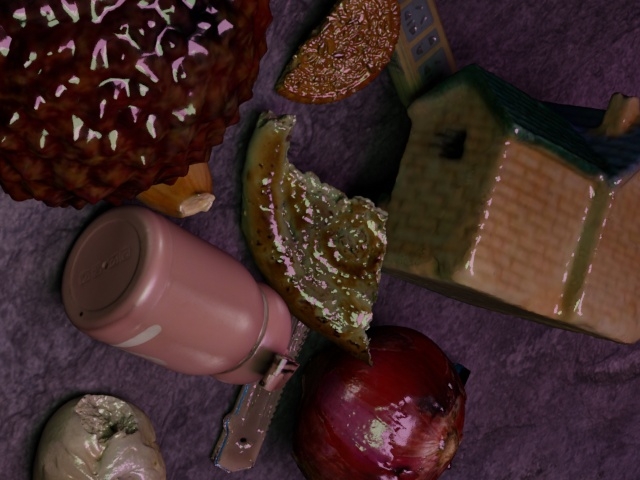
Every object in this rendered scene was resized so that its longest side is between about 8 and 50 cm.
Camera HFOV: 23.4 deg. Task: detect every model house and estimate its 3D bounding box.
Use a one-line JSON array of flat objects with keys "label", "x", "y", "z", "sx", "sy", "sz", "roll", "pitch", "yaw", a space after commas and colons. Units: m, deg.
[{"label": "model house", "x": 0.276, "y": -0.075, "z": 2.177, "sx": 0.382, "sy": 0.334, "sz": 0.343, "roll": 20, "pitch": 87, "yaw": -44}]

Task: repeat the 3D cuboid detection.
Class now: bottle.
[{"label": "bottle", "x": -0.163, "y": 0.093, "z": 1.960, "sx": 0.297, "sy": 0.206, "sz": 0.173, "roll": 32, "pitch": 96, "yaw": -45}]

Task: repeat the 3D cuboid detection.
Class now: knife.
[{"label": "knife", "x": -0.073, "y": 0.163, "z": 2.180, "sx": 0.089, "sy": 0.043, "sz": 0.365, "roll": 18, "pitch": 103, "yaw": -9}]

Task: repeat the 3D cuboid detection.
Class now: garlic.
[{"label": "garlic", "x": -0.206, "y": -0.129, "z": 1.886, "sx": 0.115, "sy": 0.128, "sz": 0.207, "roll": -14, "pitch": 105, "yaw": 2}]

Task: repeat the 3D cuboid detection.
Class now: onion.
[{"label": "onion", "x": 0.079, "y": 0.251, "z": 2.205, "sx": 0.276, "sy": 0.276, "sz": 0.276, "roll": -17, "pitch": 120, "yaw": -32}]

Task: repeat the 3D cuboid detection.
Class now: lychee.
[{"label": "lychee", "x": -0.251, "y": -0.257, "z": 1.588, "sx": 0.424, "sy": 0.424, "sz": 0.500, "roll": -30, "pitch": 151, "yaw": -25}]

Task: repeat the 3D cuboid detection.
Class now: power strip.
[{"label": "power strip", "x": 0.099, "y": -0.340, "z": 2.065, "sx": 0.092, "sy": 0.066, "sz": 0.388, "roll": -41, "pitch": 130, "yaw": -20}]

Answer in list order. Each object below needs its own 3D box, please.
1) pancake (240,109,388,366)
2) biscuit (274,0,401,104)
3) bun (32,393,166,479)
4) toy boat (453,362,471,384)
[{"label": "pancake", "x": -0.002, "y": 0.002, "z": 2.055, "sx": 0.197, "sy": 0.054, "sz": 0.377, "roll": -24, "pitch": 107, "yaw": 17}, {"label": "biscuit", "x": 0.039, "y": -0.253, "z": 2.036, "sx": 0.126, "sy": 0.025, "sz": 0.206, "roll": 27, "pitch": 109, "yaw": -35}, {"label": "bun", "x": -0.279, "y": 0.298, "z": 2.015, "sx": 0.178, "sy": 0.128, "sz": 0.193, "roll": -14, "pitch": 116, "yaw": -33}, {"label": "toy boat", "x": 0.131, "y": 0.316, "z": 2.384, "sx": 0.299, "sy": 0.092, "sz": 0.134, "roll": -64, "pitch": 168, "yaw": -7}]
